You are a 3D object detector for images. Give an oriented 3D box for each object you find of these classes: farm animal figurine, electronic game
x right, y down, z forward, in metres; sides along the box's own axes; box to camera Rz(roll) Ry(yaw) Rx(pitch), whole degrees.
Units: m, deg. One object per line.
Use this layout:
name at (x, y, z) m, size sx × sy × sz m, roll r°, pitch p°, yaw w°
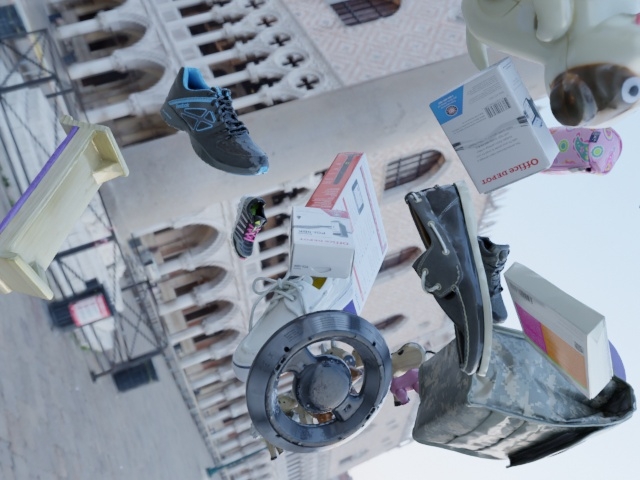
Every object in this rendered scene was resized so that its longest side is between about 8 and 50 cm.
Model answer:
farm animal figurine at (0.050, 0.292, 1.223) m, size 0.327 × 0.331 × 0.172 m, roll -35°, pitch -111°, yaw 35°
electronic game at (0.002, 0.210, 0.881) m, size 0.048 × 0.230 × 0.229 m, roll -143°, pitch -144°, yaw -64°

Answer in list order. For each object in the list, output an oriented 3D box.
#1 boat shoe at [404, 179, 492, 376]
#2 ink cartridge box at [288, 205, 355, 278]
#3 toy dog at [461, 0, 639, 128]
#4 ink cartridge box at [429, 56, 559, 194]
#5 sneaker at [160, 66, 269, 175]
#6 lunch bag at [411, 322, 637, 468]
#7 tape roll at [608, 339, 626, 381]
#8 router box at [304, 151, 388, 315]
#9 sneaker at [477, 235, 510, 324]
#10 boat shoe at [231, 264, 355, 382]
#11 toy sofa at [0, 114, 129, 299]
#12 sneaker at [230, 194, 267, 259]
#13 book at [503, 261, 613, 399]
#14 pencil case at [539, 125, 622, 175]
boat shoe at (0.144, 0.041, 0.674) m, size 0.084 × 0.079 × 0.232 m, roll 82°, pitch 3°, yaw -62°
ink cartridge box at (0.000, 0.000, 0.964) m, size 0.135 × 0.100 × 0.056 m, roll -97°, pitch -166°, yaw -61°
toy dog at (0.439, -0.389, 1.088) m, size 0.407 × 0.285 × 0.395 m, roll 60°, pitch -43°, yaw 21°
ink cartridge box at (0.302, -0.196, 1.038) m, size 0.140 × 0.082 × 0.190 m, roll -24°, pitch -77°, yaw 41°
sneaker at (-0.239, -0.269, 1.359) m, size 0.341 × 0.125 × 0.139 m, roll 39°, pitch -59°, yaw 22°
lunch bag at (0.326, 0.271, 0.977) m, size 0.235 × 0.287 × 0.168 m, roll 116°, pitch -11°, yaw -57°
tape roll at (0.531, 0.268, 1.245) m, size 0.188 × 0.189 × 0.080 m, roll 65°, pitch -30°, yaw 20°
router box at (0.074, -0.018, 1.594) m, size 0.301 × 0.082 × 0.335 m, roll -60°, pitch 142°, yaw -45°
sneaker at (0.413, 0.089, 1.441) m, size 0.130 × 0.087 × 0.227 m, roll -31°, pitch -102°, yaw 43°
boat shoe at (-0.049, 0.111, 1.141) m, size 0.136 × 0.367 × 0.156 m, roll 7°, pitch -60°, yaw 35°
toy sofa at (-0.560, -0.076, 1.203) m, size 0.150 × 0.177 × 0.362 m, roll 85°, pitch 21°, yaw -55°
sneaker at (-0.174, -0.036, 1.492) m, size 0.075 × 0.063 × 0.170 m, roll -5°, pitch -109°, yaw 44°
book at (0.232, 0.089, 0.586) m, size 0.096 × 0.035 × 0.144 m, roll 41°, pitch -8°, yaw 41°
pencil case at (0.574, -0.213, 1.444) m, size 0.284 × 0.124 × 0.124 m, roll 12°, pitch -58°, yaw 59°
